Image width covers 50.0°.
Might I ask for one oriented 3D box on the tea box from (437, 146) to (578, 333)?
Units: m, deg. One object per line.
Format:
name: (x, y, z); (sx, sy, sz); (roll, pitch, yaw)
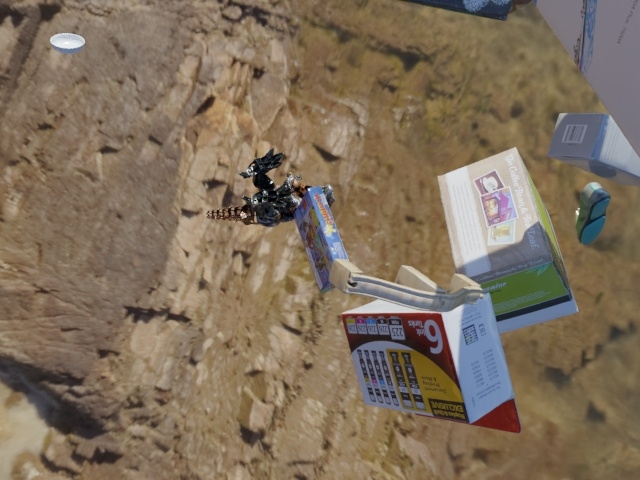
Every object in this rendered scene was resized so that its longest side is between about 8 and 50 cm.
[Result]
tea box: (0.471, 0.008, 1.731); (0.220, 0.323, 0.329); (-20, 50, 21)

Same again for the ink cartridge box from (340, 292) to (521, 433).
ink cartridge box: (0.206, 0.249, 1.326); (0.130, 0.309, 0.271); (-17, 93, -33)

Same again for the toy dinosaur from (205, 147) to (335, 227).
toy dinosaur: (-0.124, -0.093, 1.778); (0.322, 0.218, 0.164); (-31, 64, -12)

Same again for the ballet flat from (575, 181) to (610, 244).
ballet flat: (0.649, -0.069, 1.654); (0.072, 0.213, 0.068); (-26, 59, -4)

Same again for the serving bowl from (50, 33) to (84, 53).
serving bowl: (-0.649, -0.501, 1.765); (0.083, 0.027, 0.083); (7, 39, -6)

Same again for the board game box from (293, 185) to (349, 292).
board game box: (0.000, 0.000, 1.520); (0.035, 0.136, 0.201); (-12, 71, -22)

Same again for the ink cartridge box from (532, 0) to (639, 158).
ink cartridge box: (0.268, -0.197, 0.461); (0.171, 0.168, 0.232); (-8, 52, -8)

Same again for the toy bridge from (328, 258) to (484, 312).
toy bridge: (0.100, 0.049, 0.688); (0.188, 0.063, 0.026); (8, 108, -36)

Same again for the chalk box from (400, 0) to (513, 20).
chalk box: (0.077, -0.374, 0.725); (0.289, 0.180, 0.179); (7, 41, -13)

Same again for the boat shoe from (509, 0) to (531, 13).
boat shoe: (0.434, -0.699, 1.739); (0.116, 0.123, 0.324); (-39, 123, 21)

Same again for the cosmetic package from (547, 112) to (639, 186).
cosmetic package: (0.610, -0.187, 1.434); (0.238, 0.127, 0.107); (17, 90, -27)
